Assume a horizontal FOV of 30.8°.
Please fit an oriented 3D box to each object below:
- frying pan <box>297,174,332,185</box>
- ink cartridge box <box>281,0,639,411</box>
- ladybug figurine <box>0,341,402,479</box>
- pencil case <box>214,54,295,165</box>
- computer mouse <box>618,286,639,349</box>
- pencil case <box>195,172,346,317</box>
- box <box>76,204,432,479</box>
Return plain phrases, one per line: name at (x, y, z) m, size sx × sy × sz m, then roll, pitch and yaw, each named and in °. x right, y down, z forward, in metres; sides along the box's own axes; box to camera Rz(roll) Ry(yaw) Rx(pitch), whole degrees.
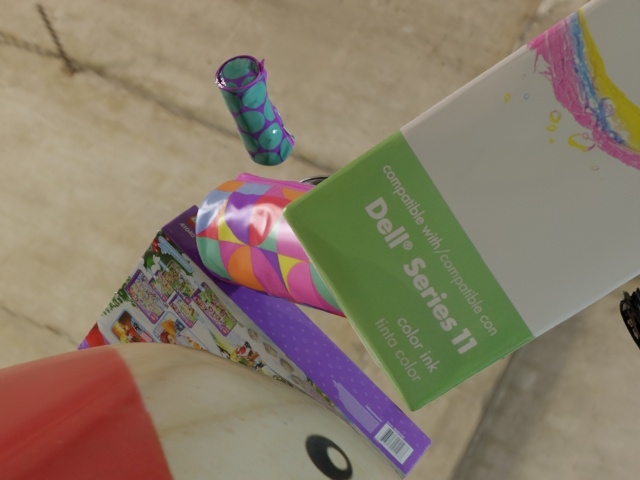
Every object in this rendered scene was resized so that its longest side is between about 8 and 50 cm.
frying pan at (0.067, 0.054, 1.428) m, size 0.197 × 0.053 × 0.326 m, roll -12°, pitch -57°, yaw 40°
ink cartridge box at (0.175, -0.068, 0.585) m, size 0.119 × 0.353 × 0.207 m, roll 57°, pitch 14°, yaw 3°
ladybug figurine at (-0.167, 0.162, 0.406) m, size 0.305 × 0.449 × 0.161 m, roll 16°, pitch -54°, yaw 68°
pencil case at (-0.083, -0.169, 1.518) m, size 0.070 × 0.064 × 0.151 m, roll -11°, pitch -41°, yaw 12°
computer mouse at (0.478, 0.121, 1.621) m, size 0.072 × 0.272 × 0.188 m, roll -25°, pitch -85°, yaw 32°
pencil case at (0.000, 0.000, 0.889) m, size 0.236 × 0.104 × 0.104 m, roll 8°, pitch -31°, yaw 51°
box at (-0.068, 0.136, 1.043) m, size 0.293 × 0.057 × 0.201 m, roll 45°, pitch -50°, yaw 4°
